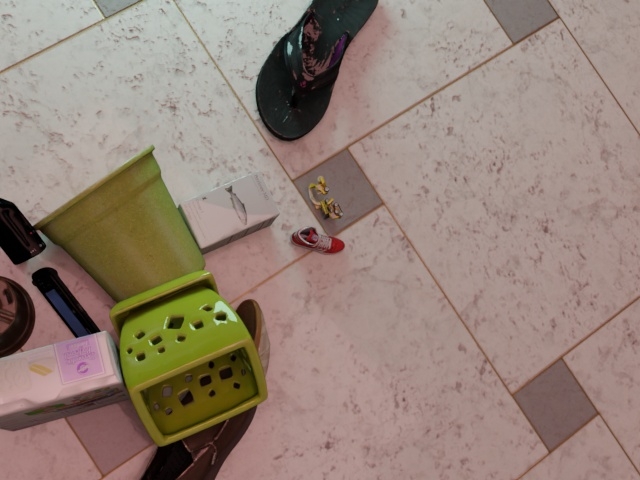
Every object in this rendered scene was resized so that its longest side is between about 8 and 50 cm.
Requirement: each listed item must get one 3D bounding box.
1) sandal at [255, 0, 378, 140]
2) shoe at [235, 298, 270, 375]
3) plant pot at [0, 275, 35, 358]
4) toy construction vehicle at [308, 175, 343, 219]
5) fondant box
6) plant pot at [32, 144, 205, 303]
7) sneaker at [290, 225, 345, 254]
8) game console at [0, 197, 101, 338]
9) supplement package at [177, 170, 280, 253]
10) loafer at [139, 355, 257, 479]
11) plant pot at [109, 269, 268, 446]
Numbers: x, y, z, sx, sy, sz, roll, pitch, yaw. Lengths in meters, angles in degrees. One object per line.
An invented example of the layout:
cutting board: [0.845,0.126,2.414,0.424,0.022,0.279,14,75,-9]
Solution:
sandal: [-0.008,-0.426,1.980,0.167,0.107,0.445,27,74,-7]
shoe: [-0.142,0.229,1.843,0.076,0.058,0.219,-7,73,30]
plant pot: [-0.620,0.133,1.685,0.167,0.165,0.167,3,78,-12]
toy construction vehicle: [0.006,-0.082,1.925,0.035,0.086,0.098,-26,87,-11]
fondant box: [-0.465,0.254,1.600,0.238,0.330,0.096,-14,79,-11]
plant pot: [-0.362,-0.003,1.746,0.276,0.276,0.254,-38,101,-18]
sneaker: [0.000,0.000,1.915,0.118,0.067,0.042,10,77,-12]
game console: [-0.515,0.070,1.709,0.044,0.213,0.361,-40,101,-23]
supplement package: [-0.191,-0.054,1.860,0.179,0.105,0.105,-25,85,-18]
loafer: [-0.232,0.362,1.726,0.134,0.130,0.366,13,72,32]
plant pot: [-0.245,0.200,1.640,0.228,0.227,0.207,-23,54,-12]
